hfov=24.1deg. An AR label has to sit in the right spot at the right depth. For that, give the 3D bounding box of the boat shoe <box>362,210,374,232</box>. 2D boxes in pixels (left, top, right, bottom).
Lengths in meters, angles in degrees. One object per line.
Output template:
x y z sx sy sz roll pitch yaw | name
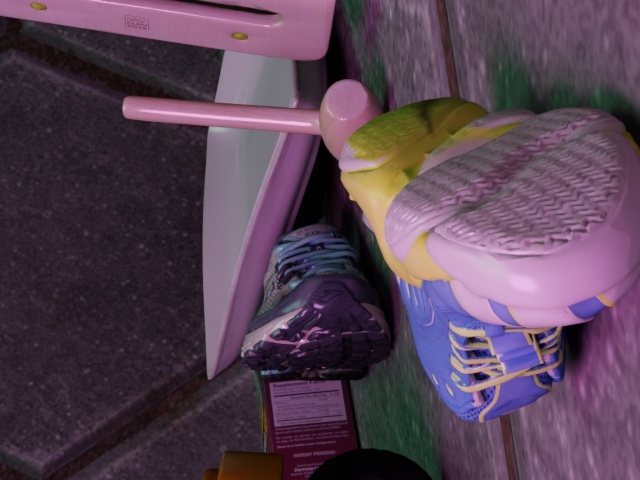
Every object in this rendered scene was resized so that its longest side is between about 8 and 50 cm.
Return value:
0.057 -0.013 0.811 0.142 0.049 0.040 -120 45 -71 | boat shoe

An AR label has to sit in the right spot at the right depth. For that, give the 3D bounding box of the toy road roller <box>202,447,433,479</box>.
-0.049 0.284 0.902 0.202 0.241 0.329 -86 0 -69 | toy road roller

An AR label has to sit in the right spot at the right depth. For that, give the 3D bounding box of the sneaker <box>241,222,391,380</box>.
-0.012 0.042 1.174 0.283 0.110 0.122 120 148 -79 | sneaker

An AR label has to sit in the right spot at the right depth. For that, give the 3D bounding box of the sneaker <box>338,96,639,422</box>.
0.077 0.017 0.565 0.240 0.091 0.126 -121 8 -75 | sneaker

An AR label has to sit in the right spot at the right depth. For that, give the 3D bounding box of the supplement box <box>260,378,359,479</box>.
-0.006 0.220 1.361 0.104 0.081 0.188 93 170 -52 | supplement box

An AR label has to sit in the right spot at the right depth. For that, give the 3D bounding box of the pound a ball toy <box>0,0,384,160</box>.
-0.099 -0.186 1.028 0.135 0.319 0.208 99 180 -68 | pound a ball toy

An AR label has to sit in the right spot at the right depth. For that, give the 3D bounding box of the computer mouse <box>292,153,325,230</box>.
0.000 0.000 1.378 0.071 0.041 0.242 117 144 -55 | computer mouse

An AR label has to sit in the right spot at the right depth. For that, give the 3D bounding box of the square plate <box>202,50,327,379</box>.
-0.053 -0.108 1.347 0.347 0.049 0.344 -94 16 -44 | square plate
